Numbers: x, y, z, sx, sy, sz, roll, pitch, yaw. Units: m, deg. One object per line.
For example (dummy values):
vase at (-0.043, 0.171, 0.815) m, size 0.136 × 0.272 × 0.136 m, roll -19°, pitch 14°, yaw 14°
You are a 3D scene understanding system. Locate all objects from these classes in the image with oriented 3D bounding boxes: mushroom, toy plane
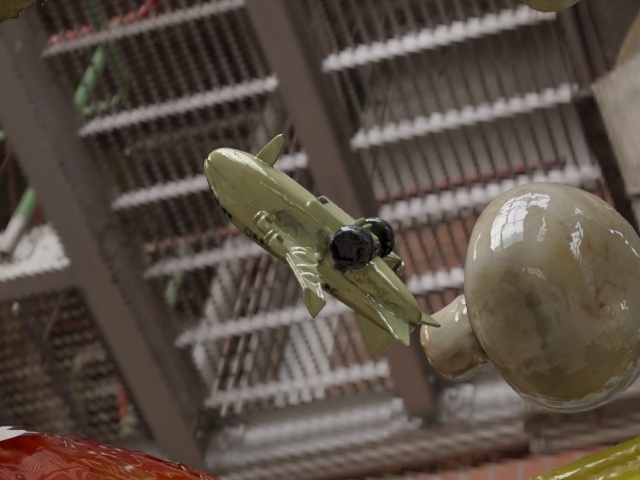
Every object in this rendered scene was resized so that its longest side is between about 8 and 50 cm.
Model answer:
mushroom at (0.205, 0.063, 1.570) m, size 0.206 × 0.206 × 0.209 m, roll 19°, pitch -44°, yaw -5°
toy plane at (0.000, 0.000, 1.509) m, size 0.244 × 0.229 × 0.092 m, roll 46°, pitch -72°, yaw 7°

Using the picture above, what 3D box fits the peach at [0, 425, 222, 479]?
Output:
peach at (-0.104, 0.204, 0.430) m, size 0.406 × 0.335 × 0.310 m, roll -21°, pitch -91°, yaw 32°

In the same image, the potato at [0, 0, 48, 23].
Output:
potato at (-0.354, -0.302, 1.448) m, size 0.289 × 0.301 × 0.237 m, roll 32°, pitch -33°, yaw 39°

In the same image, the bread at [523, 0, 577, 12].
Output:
bread at (0.172, -0.293, 1.367) m, size 0.112 × 0.383 × 0.166 m, roll -9°, pitch -99°, yaw 13°

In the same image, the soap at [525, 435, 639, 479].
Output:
soap at (0.278, 0.264, 1.490) m, size 0.315 × 0.091 × 0.199 m, roll -23°, pitch -66°, yaw -3°
